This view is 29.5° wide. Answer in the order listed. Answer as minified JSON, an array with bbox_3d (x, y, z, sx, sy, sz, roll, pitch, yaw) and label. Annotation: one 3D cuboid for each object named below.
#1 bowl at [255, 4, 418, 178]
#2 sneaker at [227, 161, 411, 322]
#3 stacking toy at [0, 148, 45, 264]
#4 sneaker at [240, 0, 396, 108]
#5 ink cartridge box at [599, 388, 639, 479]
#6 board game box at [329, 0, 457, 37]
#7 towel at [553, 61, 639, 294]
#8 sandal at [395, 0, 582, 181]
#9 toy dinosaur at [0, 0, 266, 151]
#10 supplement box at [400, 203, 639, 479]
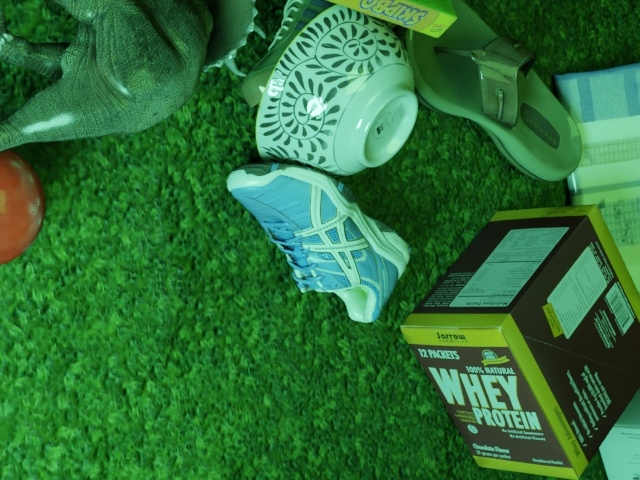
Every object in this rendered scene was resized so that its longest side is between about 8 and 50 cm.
[{"bbox_3d":[0.031,-0.113,1.049,0.170,0.080,0.170,-38,149,-28],"label":"bowl"},{"bbox_3d":[0.000,0.000,1.070,0.211,0.080,0.081,34,64,-34],"label":"sneaker"},{"bbox_3d":[-0.319,0.015,0.773,0.330,0.141,0.141,-23,103,-46],"label":"stacking toy"},{"bbox_3d":[-0.012,-0.194,1.090,0.192,0.064,0.086,-34,95,-32],"label":"sneaker"},{"bbox_3d":[0.414,0.260,1.386,0.128,0.127,0.176,-30,108,-38],"label":"ink cartridge box"},{"bbox_3d":[-0.005,-0.252,1.011,0.259,0.039,0.124,13,47,-39],"label":"board game box"},{"bbox_3d":[0.379,-0.062,1.383,0.209,0.034,0.284,-10,93,-9],"label":"towel"},{"bbox_3d":[0.189,-0.163,1.239,0.303,0.086,0.120,30,69,-36],"label":"sandal"},{"bbox_3d":[-0.141,-0.148,0.886,0.160,0.121,0.313,33,38,-4],"label":"toy dinosaur"},{"bbox_3d":[0.217,0.099,1.221,0.194,0.129,0.191,-45,116,-33],"label":"supplement box"}]
